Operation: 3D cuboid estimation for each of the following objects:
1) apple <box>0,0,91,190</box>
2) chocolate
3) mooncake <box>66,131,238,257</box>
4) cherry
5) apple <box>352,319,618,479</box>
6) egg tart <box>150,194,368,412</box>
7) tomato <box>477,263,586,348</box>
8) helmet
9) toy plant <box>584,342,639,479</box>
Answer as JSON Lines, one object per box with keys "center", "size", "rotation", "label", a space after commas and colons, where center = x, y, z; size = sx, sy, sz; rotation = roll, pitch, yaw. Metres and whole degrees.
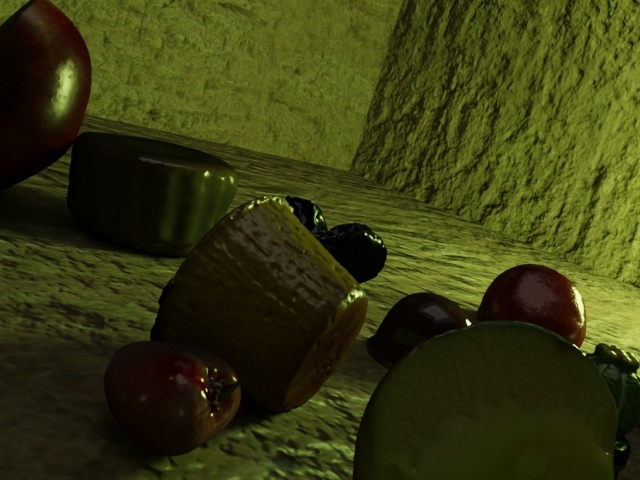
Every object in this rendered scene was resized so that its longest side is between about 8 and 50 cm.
{"center": [-0.532, -0.217, 1.057], "size": [0.328, 0.295, 0.364], "rotation": [-15, 12, -35], "label": "apple"}
{"center": [0.000, -0.003, 1.377], "size": [0.148, 0.126, 0.343], "rotation": [56, -12, -28], "label": "chocolate"}
{"center": [-0.290, -0.084, 1.173], "size": [0.290, 0.161, 0.290], "rotation": [15, 11, -3], "label": "mooncake"}
{"center": [-0.123, 0.132, 0.577], "size": [0.106, 0.087, 0.126], "rotation": [6, -2, -42], "label": "cherry"}
{"center": [0.147, 0.162, 0.609], "size": [0.264, 0.194, 0.120], "rotation": [10, 3, -21], "label": "apple"}
{"center": [-0.058, 0.070, 0.711], "size": [0.170, 0.215, 0.215], "rotation": [34, 17, 21], "label": "egg tart"}
{"center": [0.417, 0.120, 1.322], "size": [0.200, 0.140, 0.233], "rotation": [12, 11, 7], "label": "tomato"}
{"center": [0.164, 0.134, 0.964], "size": [0.175, 0.106, 0.155], "rotation": [29, 16, 31], "label": "helmet"}
{"center": [0.290, 0.190, 0.723], "size": [0.092, 0.163, 0.093], "rotation": [16, 10, -3], "label": "toy plant"}
